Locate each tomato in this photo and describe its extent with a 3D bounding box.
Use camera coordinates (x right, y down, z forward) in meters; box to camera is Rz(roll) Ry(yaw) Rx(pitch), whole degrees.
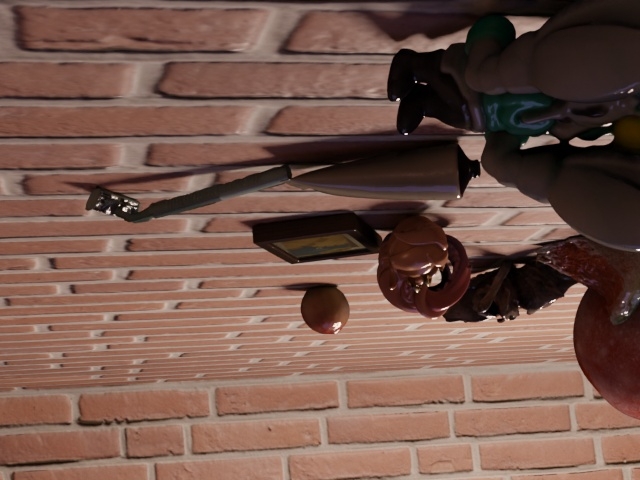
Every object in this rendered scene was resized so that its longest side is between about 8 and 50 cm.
[{"bbox_3d":[0.513,0.131,1.813,0.270,0.227,0.270,-11,-149,7],"label":"tomato"}]

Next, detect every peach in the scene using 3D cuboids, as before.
[{"bbox_3d":[0.007,0.112,1.950,0.083,0.083,0.083,-4,169,-1],"label":"peach"}]

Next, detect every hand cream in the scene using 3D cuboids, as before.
[{"bbox_3d":[0.061,-0.061,1.174,0.186,0.054,0.087,-4,176,13],"label":"hand cream"}]

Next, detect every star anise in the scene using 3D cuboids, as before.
[{"bbox_3d":[0.283,0.075,1.830,0.209,0.089,0.231,-16,174,0],"label":"star anise"}]

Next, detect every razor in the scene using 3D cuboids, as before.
[{"bbox_3d":[-0.125,-0.044,1.223,0.211,0.036,0.084,-8,170,22],"label":"razor"}]

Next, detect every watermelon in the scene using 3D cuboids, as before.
[{"bbox_3d":[0.402,0.017,1.707,0.158,0.121,0.098,38,154,10],"label":"watermelon"}]

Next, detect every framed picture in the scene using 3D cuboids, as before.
[{"bbox_3d":[0.000,0.000,1.517,0.128,0.023,0.168,-7,169,13],"label":"framed picture"}]

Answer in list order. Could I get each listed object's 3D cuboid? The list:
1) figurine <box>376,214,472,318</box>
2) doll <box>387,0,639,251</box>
[{"bbox_3d":[0.118,0.030,1.494,0.114,0.126,0.157,-38,162,9],"label":"figurine"},{"bbox_3d":[0.184,-0.082,0.840,0.258,0.153,0.195,-20,133,41],"label":"doll"}]
